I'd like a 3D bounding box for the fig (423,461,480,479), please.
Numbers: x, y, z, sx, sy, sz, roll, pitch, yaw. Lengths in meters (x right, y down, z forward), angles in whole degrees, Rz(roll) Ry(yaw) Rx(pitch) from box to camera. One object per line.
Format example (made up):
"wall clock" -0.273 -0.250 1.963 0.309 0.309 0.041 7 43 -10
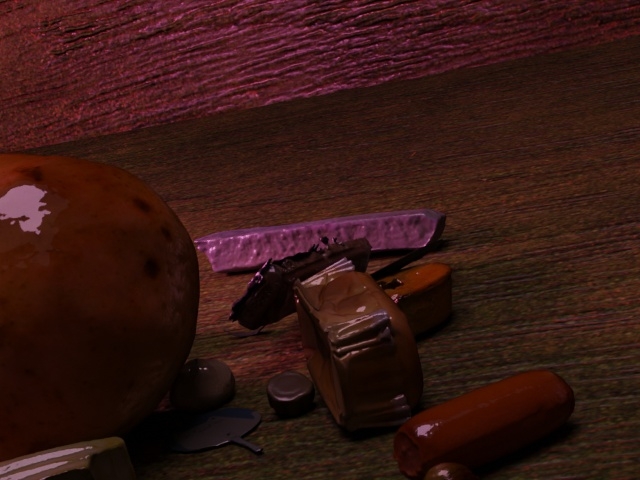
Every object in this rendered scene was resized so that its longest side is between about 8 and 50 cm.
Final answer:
"fig" 0.128 0.230 1.519 0.050 0.050 0.083 -4 0 34

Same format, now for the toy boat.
"toy boat" -0.318 0.281 1.614 0.276 0.111 0.084 -15 21 -4

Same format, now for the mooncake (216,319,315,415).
"mooncake" -0.072 0.138 1.993 0.150 0.057 0.347 -1 14 4

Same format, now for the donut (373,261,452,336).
"donut" 0.086 0.086 2.022 0.178 0.065 0.162 -23 12 -23

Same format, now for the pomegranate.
"pomegranate" -0.309 0.089 1.891 0.410 0.410 0.410 -14 15 4

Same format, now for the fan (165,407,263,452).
"fan" -0.108 0.220 1.830 0.113 0.005 0.175 -22 16 -26

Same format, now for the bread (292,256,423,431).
"bread" 0.042 0.117 1.814 0.107 0.136 0.241 -15 16 -8

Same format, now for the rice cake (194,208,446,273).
"rice cake" 0.000 0.000 2.394 0.399 0.064 0.070 -6 8 27

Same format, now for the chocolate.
"chocolate" -0.016 0.053 2.104 0.102 0.065 0.329 -53 -12 20

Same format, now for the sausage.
"sausage" 0.164 0.181 1.593 0.197 0.076 0.076 -20 16 -23

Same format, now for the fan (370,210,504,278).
"fan" 0.142 0.017 2.182 0.310 0.010 0.182 -25 -6 -30

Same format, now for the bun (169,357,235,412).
"bun" -0.146 0.169 1.951 0.086 0.055 0.086 -15 15 4
